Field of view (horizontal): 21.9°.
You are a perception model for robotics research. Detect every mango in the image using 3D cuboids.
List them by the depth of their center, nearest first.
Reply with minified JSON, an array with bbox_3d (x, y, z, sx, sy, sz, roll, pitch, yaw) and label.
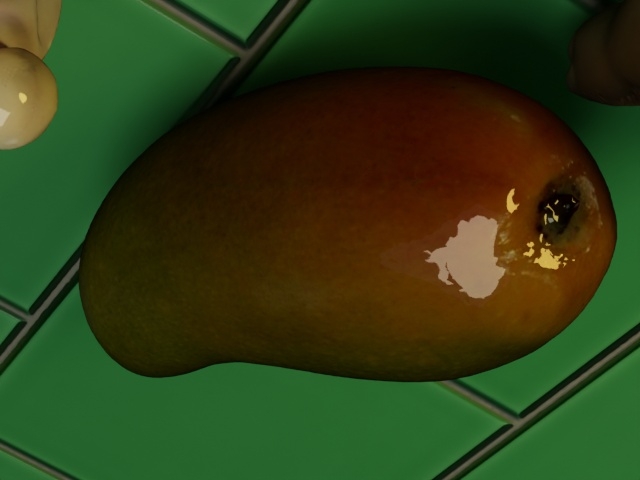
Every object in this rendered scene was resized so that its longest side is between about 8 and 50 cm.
[{"bbox_3d":[-0.001,-0.003,0.744,0.289,0.129,0.146,-5,140,32],"label":"mango"}]

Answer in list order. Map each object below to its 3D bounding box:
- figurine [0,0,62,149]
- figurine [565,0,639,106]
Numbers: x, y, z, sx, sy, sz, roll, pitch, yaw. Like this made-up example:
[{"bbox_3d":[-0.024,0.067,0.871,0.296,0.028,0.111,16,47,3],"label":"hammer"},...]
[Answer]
[{"bbox_3d":[-0.132,-0.130,0.621,0.276,0.200,0.133,-28,145,3],"label":"figurine"},{"bbox_3d":[0.229,-0.069,0.598,0.173,0.177,0.247,-17,166,-18],"label":"figurine"}]
